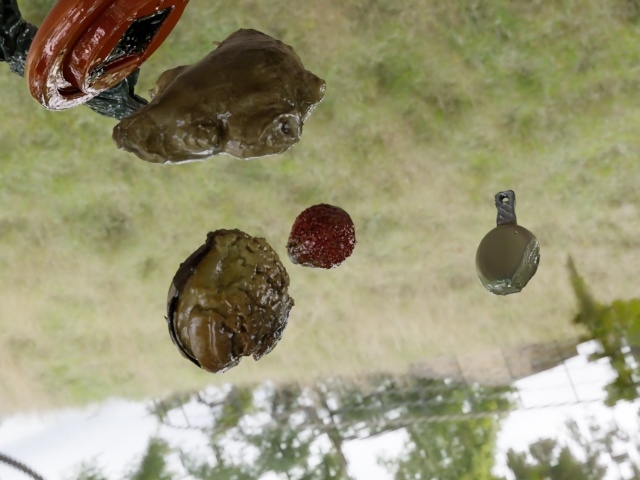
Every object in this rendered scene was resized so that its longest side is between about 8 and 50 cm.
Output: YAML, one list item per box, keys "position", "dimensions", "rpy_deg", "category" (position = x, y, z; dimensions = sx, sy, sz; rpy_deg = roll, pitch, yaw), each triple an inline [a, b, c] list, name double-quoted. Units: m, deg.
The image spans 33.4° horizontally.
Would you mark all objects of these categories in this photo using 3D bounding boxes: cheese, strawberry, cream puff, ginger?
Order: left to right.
- position: [-0.125, -0.155, 1.295]
  dimensions: [0.219, 0.123, 0.270]
  rpy_deg: [29, -123, 36]
  category: "ginger"
- position: [-0.078, 0.058, 0.973]
  dimensions: [0.104, 0.133, 0.119]
  rpy_deg: [29, 180, 35]
  category: "cream puff"
- position: [-0.001, -0.001, 1.509]
  dimensions: [0.106, 0.106, 0.106]
  rpy_deg: [-21, -178, 1]
  category: "strawberry"
- position: [0.286, 0.002, 1.602]
  dimensions: [0.092, 0.171, 0.047]
  rpy_deg: [9, 157, 31]
  category: "cheese"

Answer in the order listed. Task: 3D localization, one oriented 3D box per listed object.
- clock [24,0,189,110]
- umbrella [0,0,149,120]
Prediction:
- position: [-0.181, -0.195, 0.961]
  dimensions: [0.205, 0.051, 0.205]
  rpy_deg: [-46, 178, -2]
  category: "clock"
- position: [-0.338, -0.241, 1.457]
  dimensions: [0.094, 0.349, 0.143]
  rpy_deg: [-64, -172, -2]
  category: "umbrella"
